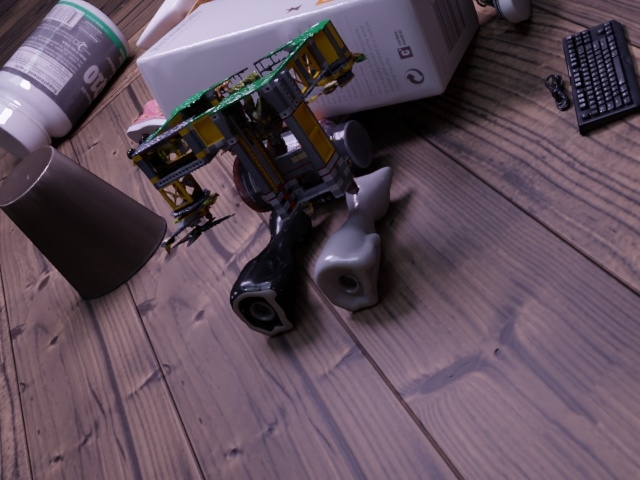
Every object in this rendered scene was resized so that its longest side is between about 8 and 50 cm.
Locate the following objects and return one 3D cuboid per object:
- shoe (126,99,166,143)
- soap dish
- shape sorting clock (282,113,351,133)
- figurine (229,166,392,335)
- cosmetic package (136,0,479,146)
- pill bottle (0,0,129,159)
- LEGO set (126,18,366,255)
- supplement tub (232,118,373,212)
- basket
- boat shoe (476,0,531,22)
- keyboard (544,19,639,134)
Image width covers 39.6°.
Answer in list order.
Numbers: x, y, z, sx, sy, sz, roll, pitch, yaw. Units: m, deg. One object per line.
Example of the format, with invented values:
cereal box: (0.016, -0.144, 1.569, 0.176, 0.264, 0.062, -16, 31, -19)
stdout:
shoe: (-0.311, -0.237, 1.737, 0.178, 0.063, 0.081, 1, 59, 51)
soap dish: (-0.248, -0.473, 1.814, 0.229, 0.118, 0.291, -61, 21, -18)
shape sorting clock: (-0.017, -0.223, 1.450, 0.206, 0.040, 0.206, -27, 38, 23)
figurine: (0.000, 0.000, 1.166, 0.215, 0.092, 0.209, -19, 37, 30)
cosmetic package: (-0.019, -0.296, 1.331, 0.453, 0.161, 0.230, -8, 32, 30)
pill bottle: (-0.627, -0.372, 2.073, 0.204, 0.204, 0.361, 9, 60, 49)
LEGO set: (-0.071, -0.118, 1.165, 0.331, 0.192, 0.255, -26, 21, 24)
supplement tub: (-0.023, -0.111, 1.283, 0.198, 0.106, 0.106, -16, 43, 33)
basket: (-0.409, -0.039, 1.484, 0.204, 0.227, 0.154, -35, 36, 11)
boat shoe: (0.262, -0.373, 1.305, 0.070, 0.078, 0.219, -23, 31, 25)
keyboard: (0.330, -0.203, 1.099, 0.108, 0.023, 0.180, -23, 39, 27)
